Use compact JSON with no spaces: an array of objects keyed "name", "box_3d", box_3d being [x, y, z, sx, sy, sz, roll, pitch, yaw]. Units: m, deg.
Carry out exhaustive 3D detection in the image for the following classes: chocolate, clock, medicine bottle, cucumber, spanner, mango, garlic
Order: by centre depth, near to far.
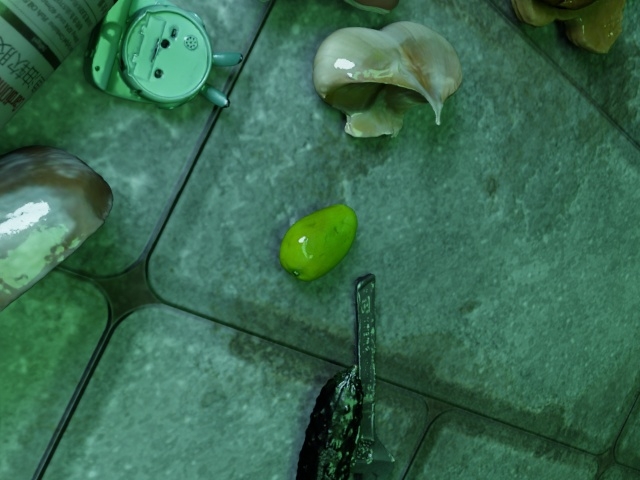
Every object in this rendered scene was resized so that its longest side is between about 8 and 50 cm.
[{"name":"medicine bottle","box_3d":[-0.265,-0.156,0.460,0.131,0.131,0.250,43,80,-33]},{"name":"chocolate","box_3d":[-0.288,0.007,0.475,0.254,0.157,0.080,-42,125,-15]},{"name":"clock","box_3d":[-0.143,-0.173,0.583,0.135,0.041,0.101,13,97,-33]},{"name":"garlic","box_3d":[0.074,-0.180,0.683,0.174,0.099,0.124,-4,91,-29]},{"name":"mango","box_3d":[0.000,0.000,0.710,0.108,0.056,0.073,-42,126,-18]},{"name":"cucumber","box_3d":[0.006,0.292,0.791,0.072,0.072,0.300,3,103,-32]},{"name":"spanner","box_3d":[0.061,0.201,0.824,0.093,0.026,0.325,-9,107,-30]}]

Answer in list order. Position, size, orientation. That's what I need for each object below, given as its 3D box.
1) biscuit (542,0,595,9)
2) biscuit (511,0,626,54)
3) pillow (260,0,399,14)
[{"name":"biscuit","box_3d":[0.305,-0.383,0.736,0.212,0.036,0.212,-9,108,-29]},{"name":"biscuit","box_3d":[0.325,-0.418,0.788,0.269,0.051,0.376,-30,117,-19]},{"name":"pillow","box_3d":[0.004,-0.316,0.610,0.179,0.075,0.171,-8,107,-30]}]
